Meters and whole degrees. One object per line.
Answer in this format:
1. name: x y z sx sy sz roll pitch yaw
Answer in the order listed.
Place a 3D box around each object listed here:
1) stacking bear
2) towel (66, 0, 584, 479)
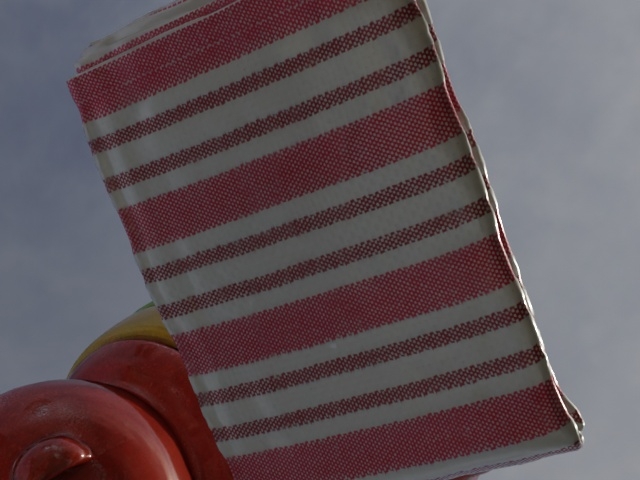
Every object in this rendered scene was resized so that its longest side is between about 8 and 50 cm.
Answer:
1. stacking bear: -0.061 0.105 0.640 0.175 0.289 0.164 -35 -101 29
2. towel: 0.000 0.000 0.470 0.029 0.144 0.197 -33 -77 -58
